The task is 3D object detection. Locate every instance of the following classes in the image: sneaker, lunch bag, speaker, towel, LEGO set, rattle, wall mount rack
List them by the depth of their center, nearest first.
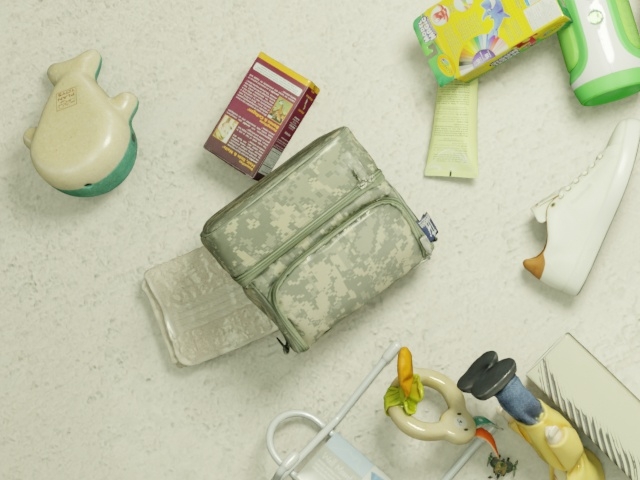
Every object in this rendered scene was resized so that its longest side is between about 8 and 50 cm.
[{"bbox_3d":[0.204,0.243,1.764,0.199,0.130,0.143,28,124,15],"label":"rattle"},{"bbox_3d":[0.400,-0.067,1.784,0.123,0.106,0.290,24,93,11],"label":"sneaker"},{"bbox_3d":[0.417,-0.365,1.788,0.131,0.131,0.297,-16,83,11],"label":"speaker"},{"bbox_3d":[0.000,0.000,1.805,0.305,0.212,0.256,-38,99,-7],"label":"lunch bag"},{"bbox_3d":[0.097,0.346,1.826,0.350,0.130,0.304,40,57,11],"label":"wall mount rack"},{"bbox_3d":[0.292,0.369,1.829,0.054,0.023,0.083,-15,97,14],"label":"LEGO set"},{"bbox_3d":[-0.151,0.087,1.931,0.282,0.049,0.187,-25,82,10],"label":"towel"}]

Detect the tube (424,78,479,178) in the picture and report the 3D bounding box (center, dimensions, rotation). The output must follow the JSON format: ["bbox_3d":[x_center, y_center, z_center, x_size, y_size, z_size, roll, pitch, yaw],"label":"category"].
[{"bbox_3d":[0.219,-0.222,1.864,0.062,0.070,0.240,4,90,-23],"label":"tube"}]

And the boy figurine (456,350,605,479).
[{"bbox_3d":[0.328,0.291,1.758,0.092,0.177,0.285,-44,111,-11],"label":"boy figurine"}]

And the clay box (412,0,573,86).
[{"bbox_3d":[0.261,-0.338,1.778,0.222,0.053,0.127,-28,75,27],"label":"clay box"}]

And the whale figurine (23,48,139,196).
[{"bbox_3d":[-0.402,-0.195,1.980,0.216,0.141,0.272,-21,58,11],"label":"whale figurine"}]

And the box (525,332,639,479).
[{"bbox_3d":[0.443,0.267,1.753,0.275,0.113,0.094,45,97,13],"label":"box"}]

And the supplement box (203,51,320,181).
[{"bbox_3d":[-0.097,-0.203,1.919,0.104,0.081,0.188,32,94,12],"label":"supplement box"}]
